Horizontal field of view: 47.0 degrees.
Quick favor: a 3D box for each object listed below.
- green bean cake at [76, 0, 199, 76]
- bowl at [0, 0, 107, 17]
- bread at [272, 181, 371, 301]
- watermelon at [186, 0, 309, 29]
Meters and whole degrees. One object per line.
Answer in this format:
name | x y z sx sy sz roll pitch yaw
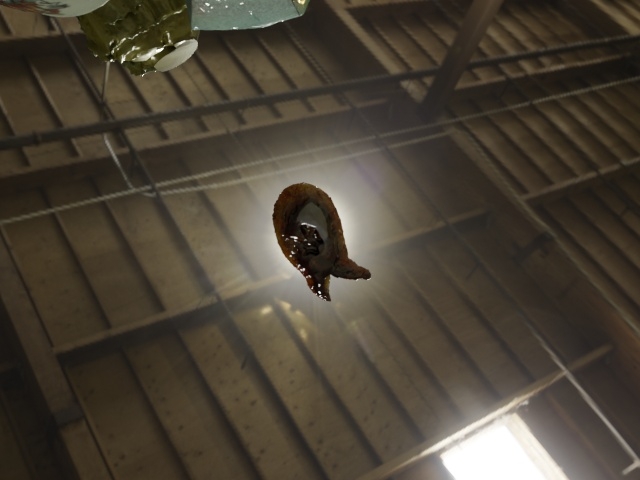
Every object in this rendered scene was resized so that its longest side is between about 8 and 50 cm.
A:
green bean cake | -0.381 -0.458 1.573 0.285 0.310 0.202 -39 -84 -24
bowl | -0.388 -0.401 0.839 0.337 0.337 0.157 30 -139 4
bread | -0.009 0.001 1.495 0.139 0.269 0.095 -24 -148 10
watermelon | -0.113 -0.479 1.071 0.228 0.387 0.258 26 -159 11
